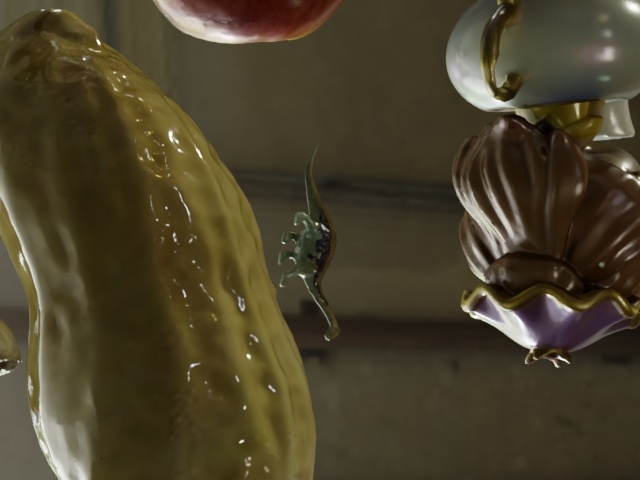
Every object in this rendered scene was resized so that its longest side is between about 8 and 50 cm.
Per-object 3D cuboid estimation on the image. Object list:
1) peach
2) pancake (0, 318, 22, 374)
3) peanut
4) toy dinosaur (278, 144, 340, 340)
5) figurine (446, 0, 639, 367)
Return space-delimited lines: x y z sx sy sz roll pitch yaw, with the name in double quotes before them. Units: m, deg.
"peach" -0.075 -0.354 1.804 0.238 0.281 0.281 -47 150 -73
"pancake" -0.458 0.138 1.444 0.387 0.387 0.082 -22 -93 58
"peanut" -0.097 0.025 0.817 0.147 0.147 0.305 -26 -100 57
"toy dinosaur" -0.014 0.001 1.481 0.037 0.058 0.180 -3 -92 60
"figurine" 0.148 -0.053 1.021 0.142 0.189 0.263 -3 -90 39
